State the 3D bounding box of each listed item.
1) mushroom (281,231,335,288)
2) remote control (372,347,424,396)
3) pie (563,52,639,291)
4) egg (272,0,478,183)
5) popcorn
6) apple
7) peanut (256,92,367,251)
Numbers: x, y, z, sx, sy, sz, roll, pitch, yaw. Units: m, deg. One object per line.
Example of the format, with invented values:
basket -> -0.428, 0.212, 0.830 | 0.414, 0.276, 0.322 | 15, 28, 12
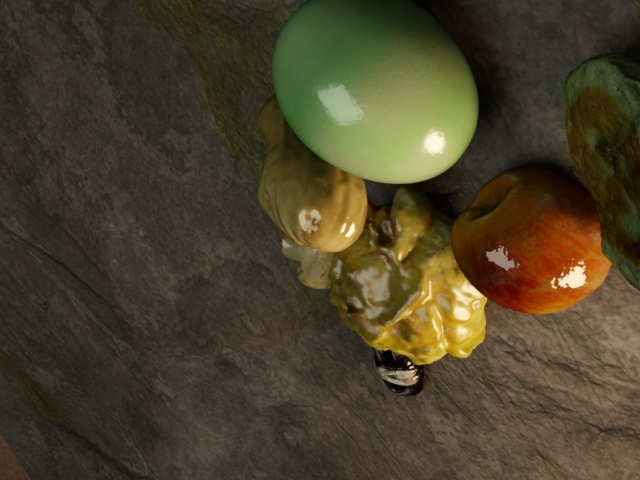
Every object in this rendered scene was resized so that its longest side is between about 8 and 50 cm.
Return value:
mushroom -> 0.000, 0.000, 1.880 | 0.112, 0.148, 0.148 | 1, 131, 1
remote control -> 0.100, 0.138, 1.937 | 0.090, 0.066, 0.266 | 20, 134, 44
pie -> 0.340, -0.066, 1.378 | 0.302, 0.067, 0.302 | 162, 90, -85
egg -> 0.067, -0.187, 1.561 | 0.270, 0.220, 0.220 | 43, 144, 0
popcorn -> 0.115, 0.050, 1.736 | 0.233, 0.192, 0.266 | 8, 126, 44
apple -> 0.262, 0.009, 1.590 | 0.173, 0.160, 0.195 | 40, 146, -21
peanut -> -0.023, -0.098, 1.713 | 0.319, 0.147, 0.147 | -107, 12, -49
